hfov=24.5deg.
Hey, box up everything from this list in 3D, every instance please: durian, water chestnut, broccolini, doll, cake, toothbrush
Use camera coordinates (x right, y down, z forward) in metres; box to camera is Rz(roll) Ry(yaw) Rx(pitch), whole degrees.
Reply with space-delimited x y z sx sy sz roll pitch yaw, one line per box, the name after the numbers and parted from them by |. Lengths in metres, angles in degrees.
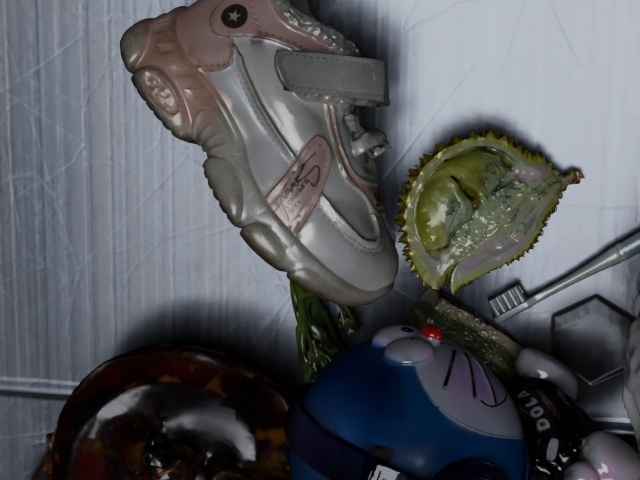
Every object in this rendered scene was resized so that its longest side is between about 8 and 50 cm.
0.164 -0.043 1.465 0.208 0.102 0.146 -19 104 -10 | durian
-0.141 0.244 1.492 0.300 0.300 0.300 2 105 9 | water chestnut
-0.001 -0.001 1.518 0.074 0.079 0.392 -13 105 -30 | broccolini
0.115 0.205 1.404 0.310 0.284 0.240 16 101 -30 | doll
0.158 0.103 1.520 0.140 0.055 0.051 34 101 -2 | cake
0.320 -0.004 1.480 0.342 0.025 0.030 -28 96 16 | toothbrush

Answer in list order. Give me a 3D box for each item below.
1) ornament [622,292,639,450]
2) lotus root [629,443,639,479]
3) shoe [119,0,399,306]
0.450 0.134 1.333 0.337 0.337 0.337 2 105 9 | ornament
0.353 0.265 1.514 0.183 0.077 0.090 38 100 -4 | lotus root
-0.019 -0.108 1.384 0.198 0.172 0.351 -39 91 11 | shoe
